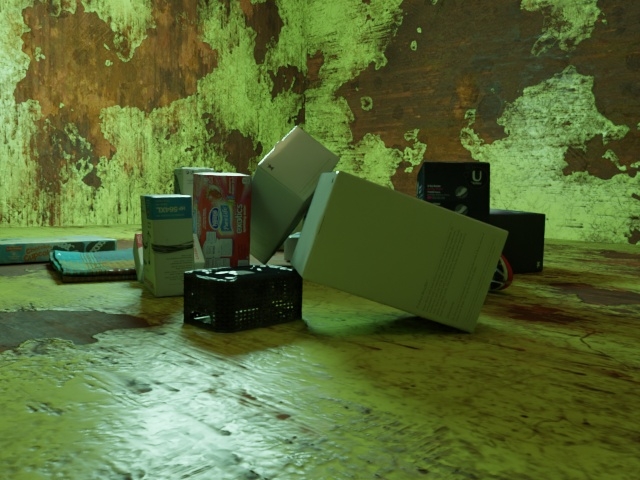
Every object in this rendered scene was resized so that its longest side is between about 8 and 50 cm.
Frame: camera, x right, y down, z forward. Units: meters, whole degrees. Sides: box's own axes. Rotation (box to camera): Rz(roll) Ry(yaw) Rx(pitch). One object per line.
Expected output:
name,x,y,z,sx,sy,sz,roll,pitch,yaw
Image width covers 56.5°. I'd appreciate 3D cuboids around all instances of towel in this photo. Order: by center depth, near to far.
towel,-0.543,0.059,1.536,0.271,0.040,0.370,-2,6,-28

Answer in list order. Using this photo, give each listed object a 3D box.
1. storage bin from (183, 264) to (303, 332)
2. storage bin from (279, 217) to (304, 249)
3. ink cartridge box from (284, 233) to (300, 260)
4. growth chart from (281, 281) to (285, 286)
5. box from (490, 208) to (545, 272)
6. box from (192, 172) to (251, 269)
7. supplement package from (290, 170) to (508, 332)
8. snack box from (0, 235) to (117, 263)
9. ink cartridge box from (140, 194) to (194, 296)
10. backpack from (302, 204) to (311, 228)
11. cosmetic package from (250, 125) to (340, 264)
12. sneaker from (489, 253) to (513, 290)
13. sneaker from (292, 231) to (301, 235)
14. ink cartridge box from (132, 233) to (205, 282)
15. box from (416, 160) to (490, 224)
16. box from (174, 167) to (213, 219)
storage bin,-0.127,0.092,0.994,0.122,0.084,0.180,6,6,44
storage bin,-0.109,-0.096,2.211,0.262,0.260,0.123,0,9,-24
ink cartridge box,0.015,0.026,1.850,0.231,0.078,0.134,3,5,14
growth chart,-0.172,0.093,1.334,0.172,0.021,0.237,-3,7,-40
box,0.455,-0.006,1.775,0.296,0.183,0.294,-2,7,-29
box,-0.253,-0.042,1.512,0.128,0.257,0.122,-1,7,-23
supplement package,0.120,0.013,0.993,0.292,0.178,0.175,19,2,-11
snack box,-0.789,0.023,1.748,0.322,0.060,0.187,-3,6,-40
ink cartridge box,-0.321,0.007,1.245,0.085,0.203,0.148,-3,6,-25
backpack,0.086,-0.021,1.596,0.253,0.225,0.191,-5,2,-19
cosmetic package,-0.112,-0.114,1.633,0.155,0.197,0.365,38,-34,0
sneaker,0.410,0.061,1.444,0.118,0.107,0.279,10,6,-9
sneaker,0.000,0.000,2.121,0.232,0.090,0.115,2,1,-8
ink cartridge box,-0.357,0.039,1.404,0.150,0.063,0.109,-1,41,-26
box,0.284,-0.026,1.299,0.143,0.270,0.165,1,-3,4
box,-0.369,-0.073,1.729,0.094,0.275,0.113,-1,5,-26
